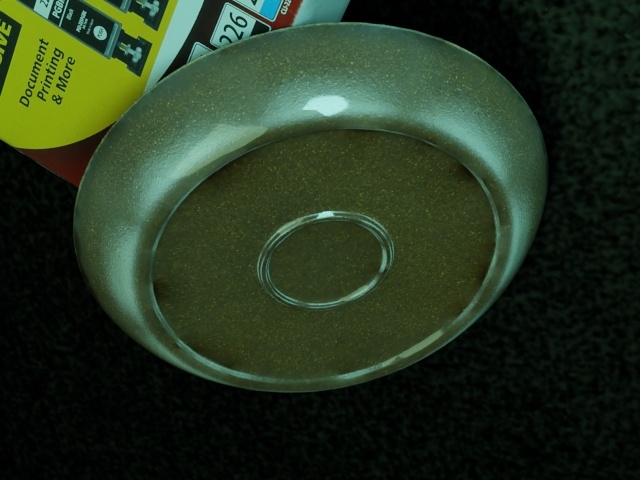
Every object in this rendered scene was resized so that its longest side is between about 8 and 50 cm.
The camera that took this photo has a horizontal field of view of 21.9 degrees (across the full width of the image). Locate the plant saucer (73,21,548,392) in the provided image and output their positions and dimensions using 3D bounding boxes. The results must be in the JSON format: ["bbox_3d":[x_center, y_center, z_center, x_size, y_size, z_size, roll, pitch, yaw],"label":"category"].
[{"bbox_3d":[0.000,0.000,1.058,0.310,0.050,0.311,-7,135,-7],"label":"plant saucer"}]

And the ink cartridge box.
[{"bbox_3d":[-0.120,-0.193,1.056,0.272,0.130,0.309,31,127,7],"label":"ink cartridge box"}]
